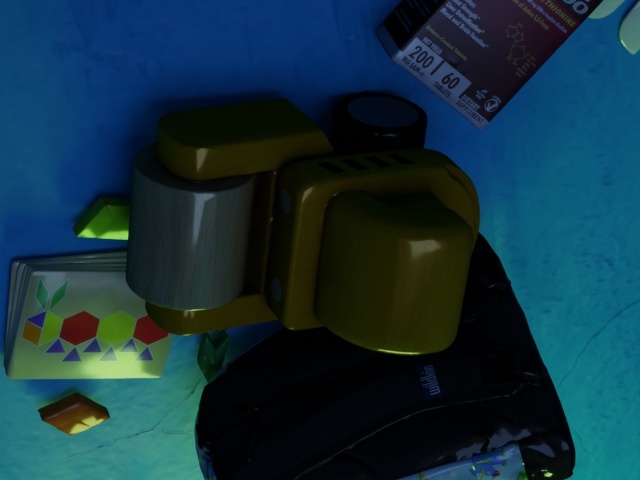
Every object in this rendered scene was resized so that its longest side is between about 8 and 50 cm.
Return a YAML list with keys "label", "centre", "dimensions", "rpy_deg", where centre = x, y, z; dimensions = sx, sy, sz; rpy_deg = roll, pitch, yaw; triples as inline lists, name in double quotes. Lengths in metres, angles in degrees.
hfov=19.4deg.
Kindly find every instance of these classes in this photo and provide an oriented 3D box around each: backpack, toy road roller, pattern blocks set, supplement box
- label: "backpack"
  centre: [0.049, 0.193, 1.941]
  dimensions: [0.355, 0.290, 0.273]
  rpy_deg: [-17, 146, -8]
- label: "toy road roller"
  centre: [0.000, 0.000, 1.767]
  dimensions: [0.329, 0.240, 0.203]
  rpy_deg: [-8, 121, -25]
- label: "pattern blocks set"
  centre: [-0.231, 0.077, 1.880]
  dimensions: [0.324, 0.026, 0.285]
  rpy_deg: [9, 120, -31]
- label: "supplement box"
  centre: [0.183, -0.238, 1.791]
  dimensions: [0.130, 0.073, 0.239]
  rpy_deg: [35, 105, -27]

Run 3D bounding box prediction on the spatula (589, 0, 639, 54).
- label: "spatula"
  centre: [0.345, -0.309, 1.862]
  dimensions: [0.168, 0.019, 0.242]
  rpy_deg: [29, 110, -37]
